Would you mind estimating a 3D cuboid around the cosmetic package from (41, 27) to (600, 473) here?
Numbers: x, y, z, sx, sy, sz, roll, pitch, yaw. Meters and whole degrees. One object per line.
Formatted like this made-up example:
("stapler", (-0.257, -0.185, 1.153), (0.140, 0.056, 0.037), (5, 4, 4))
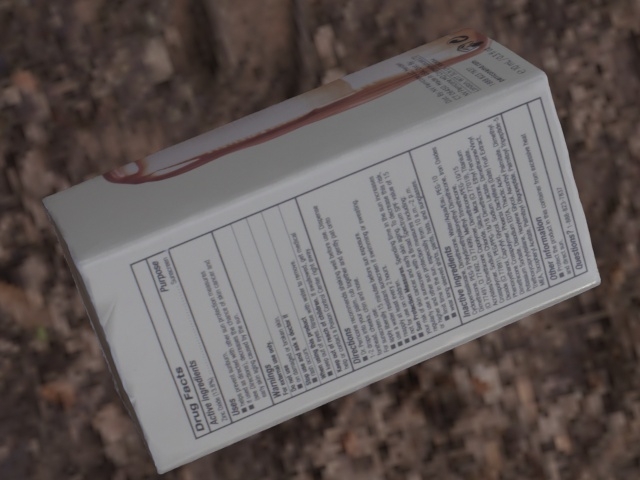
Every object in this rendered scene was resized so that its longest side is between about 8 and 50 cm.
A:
("cosmetic package", (0.000, 0.000, 1.149), (0.129, 0.296, 0.153), (-133, -156, -63))
